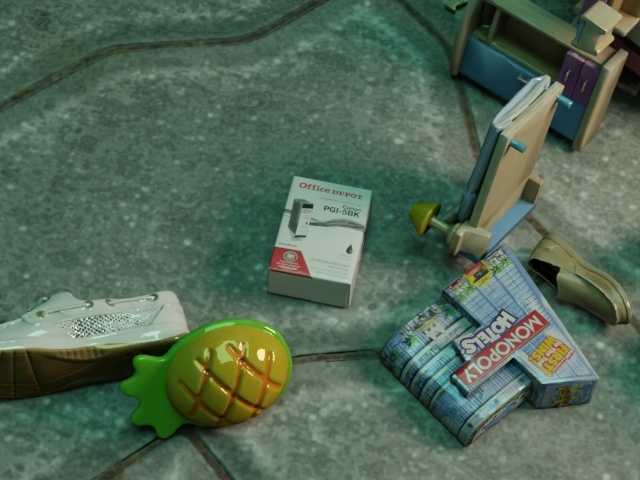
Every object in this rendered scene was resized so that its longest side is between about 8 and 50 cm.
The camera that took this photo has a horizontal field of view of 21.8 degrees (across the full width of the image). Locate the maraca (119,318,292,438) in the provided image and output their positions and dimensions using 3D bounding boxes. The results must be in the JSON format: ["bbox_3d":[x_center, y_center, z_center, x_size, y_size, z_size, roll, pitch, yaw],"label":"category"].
[{"bbox_3d":[-0.121,0.149,1.792,0.186,0.127,0.099,-17,24,-5],"label":"maraca"}]

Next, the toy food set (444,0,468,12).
[{"bbox_3d":[0.193,-0.353,2.193,0.122,0.019,0.078,-39,66,-16],"label":"toy food set"}]

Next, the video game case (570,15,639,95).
[{"bbox_3d":[0.369,-0.242,2.133,0.122,0.011,0.087,29,59,16],"label":"video game case"}]

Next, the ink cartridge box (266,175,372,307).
[{"bbox_3d":[0.000,0.000,1.927,0.099,0.056,0.135,10,57,5],"label":"ink cartridge box"}]

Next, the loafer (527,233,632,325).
[{"bbox_3d":[0.295,0.053,1.912,0.050,0.056,0.148,-33,54,-21],"label":"loafer"}]

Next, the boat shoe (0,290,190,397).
[{"bbox_3d":[-0.283,0.104,1.825,0.277,0.098,0.096,-5,56,-17],"label":"boat shoe"}]

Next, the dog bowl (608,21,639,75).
[{"bbox_3d":[0.505,-0.326,2.074,0.408,0.150,0.408,8,48,-9],"label":"dog bowl"}]

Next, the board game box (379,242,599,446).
[{"bbox_3d":[0.202,0.129,1.851,0.194,0.060,0.194,-36,64,-23],"label":"board game box"}]

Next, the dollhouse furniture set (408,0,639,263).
[{"bbox_3d":[0.197,-0.180,1.919,0.198,0.286,0.303,33,49,17],"label":"dollhouse furniture set"}]
